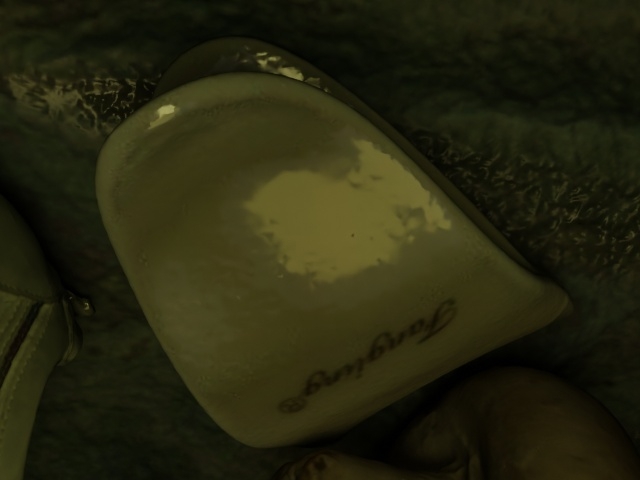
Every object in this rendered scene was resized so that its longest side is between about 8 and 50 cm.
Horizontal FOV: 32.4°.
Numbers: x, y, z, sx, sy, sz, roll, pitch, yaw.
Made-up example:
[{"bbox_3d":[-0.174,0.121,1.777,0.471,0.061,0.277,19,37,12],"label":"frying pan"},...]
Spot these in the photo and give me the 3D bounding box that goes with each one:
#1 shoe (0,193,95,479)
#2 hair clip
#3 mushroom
[{"bbox_3d":[-0.206,0.107,0.450,0.132,0.342,0.210,-2,142,35],"label":"shoe"},{"bbox_3d":[0.005,0.015,0.518,0.172,0.113,0.282,-30,123,13],"label":"hair clip"},{"bbox_3d":[0.066,0.160,0.571,0.204,0.204,0.204,-4,124,-5],"label":"mushroom"}]
